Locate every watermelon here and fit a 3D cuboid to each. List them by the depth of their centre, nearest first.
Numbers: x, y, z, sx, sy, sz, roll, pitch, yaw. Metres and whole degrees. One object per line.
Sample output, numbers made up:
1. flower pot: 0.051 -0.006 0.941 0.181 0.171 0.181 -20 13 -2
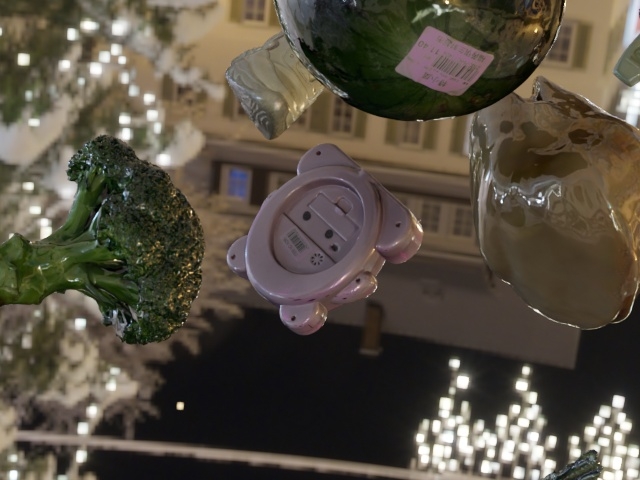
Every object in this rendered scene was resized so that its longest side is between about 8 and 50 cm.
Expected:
1. watermelon: 0.110 -0.304 1.437 0.363 0.363 0.363 5 -163 -2

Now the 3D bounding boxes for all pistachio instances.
1. pistachio: 0.333 -0.051 1.760 0.281 0.365 0.445 -20 175 -6

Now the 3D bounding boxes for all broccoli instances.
1. broccoli: -0.295 0.007 1.670 0.297 0.297 0.297 -7 -160 -25

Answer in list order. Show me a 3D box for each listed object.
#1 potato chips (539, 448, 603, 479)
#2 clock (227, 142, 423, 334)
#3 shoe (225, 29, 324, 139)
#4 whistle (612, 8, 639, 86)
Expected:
1. potato chips: 0.354 0.379 1.853 0.028 0.207 0.092 12 -125 -24
2. clock: 0.000 0.000 2.421 0.295 0.322 0.113 44 179 29
3. shoe: -0.041 -0.290 2.094 0.210 0.132 0.342 -32 -163 7
4. whistle: 0.492 -0.309 1.712 0.110 0.244 0.092 45 -177 19
